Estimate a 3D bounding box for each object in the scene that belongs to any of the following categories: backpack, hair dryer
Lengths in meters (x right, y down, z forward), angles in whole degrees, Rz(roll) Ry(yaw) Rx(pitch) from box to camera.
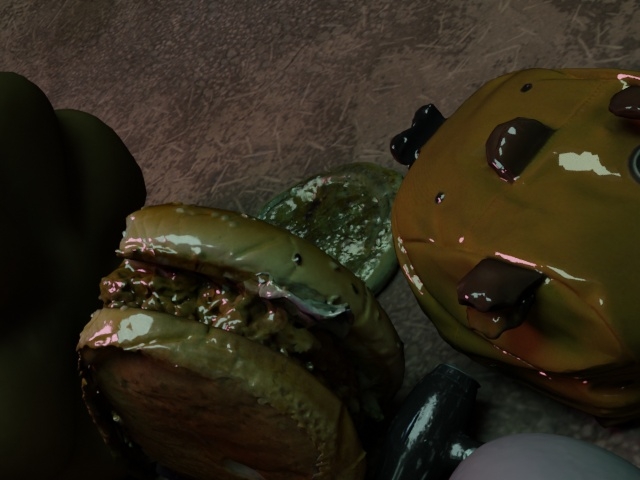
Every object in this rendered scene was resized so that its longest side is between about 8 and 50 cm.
[{"bbox_3d":[0.228,-0.022,0.978,0.378,0.201,0.353,21,62,43],"label":"backpack"},{"bbox_3d":[0.140,0.223,0.923,0.219,0.075,0.195,18,74,37],"label":"hair dryer"}]

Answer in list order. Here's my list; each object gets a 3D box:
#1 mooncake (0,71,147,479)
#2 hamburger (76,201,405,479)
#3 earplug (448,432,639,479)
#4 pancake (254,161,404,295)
[{"bbox_3d":[-0.345,0.054,1.146,0.262,0.467,0.467,-13,45,25],"label":"mooncake"},{"bbox_3d":[-0.068,0.129,0.986,0.277,0.318,0.195,13,53,10],"label":"hamburger"},{"bbox_3d":[0.137,0.250,0.693,0.175,0.214,0.325,23,28,13],"label":"earplug"},{"bbox_3d":[0.000,0.000,1.255,0.254,0.037,0.253,-21,42,20],"label":"pancake"}]
